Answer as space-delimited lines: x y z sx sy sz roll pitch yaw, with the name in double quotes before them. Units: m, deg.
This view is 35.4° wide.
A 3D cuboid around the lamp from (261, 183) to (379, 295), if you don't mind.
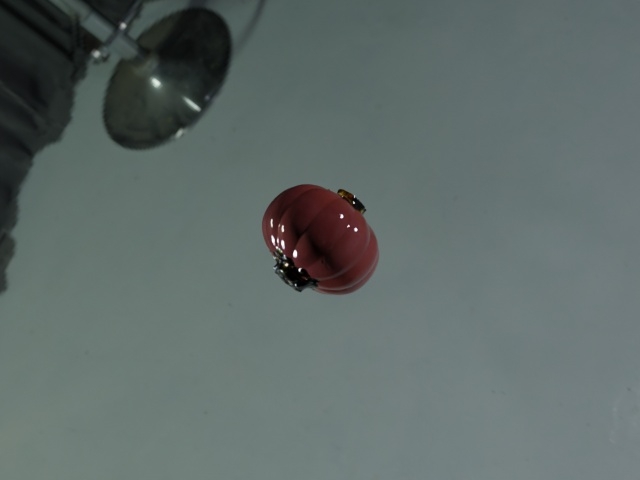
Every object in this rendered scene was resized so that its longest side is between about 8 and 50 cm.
"lamp" 0.000 0.000 0.860 0.107 0.107 0.092 29 74 41
